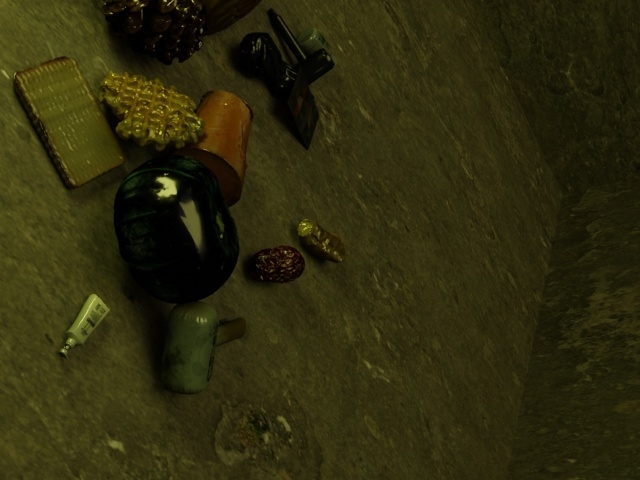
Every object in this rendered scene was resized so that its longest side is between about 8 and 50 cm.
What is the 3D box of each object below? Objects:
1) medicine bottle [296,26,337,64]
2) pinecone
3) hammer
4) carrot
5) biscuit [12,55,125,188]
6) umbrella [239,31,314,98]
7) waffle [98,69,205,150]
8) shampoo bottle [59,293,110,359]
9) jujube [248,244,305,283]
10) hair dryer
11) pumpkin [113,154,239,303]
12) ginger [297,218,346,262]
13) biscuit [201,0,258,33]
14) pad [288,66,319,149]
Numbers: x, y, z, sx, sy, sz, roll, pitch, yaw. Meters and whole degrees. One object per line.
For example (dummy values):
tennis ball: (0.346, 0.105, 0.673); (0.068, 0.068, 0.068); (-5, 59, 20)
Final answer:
medicine bottle: (-0.009, -0.589, 2.314); (0.130, 0.080, 0.080); (45, 46, -35)
pinecone: (-0.373, -0.527, 1.686); (0.272, 0.224, 0.224); (55, 36, -58)
hammer: (-0.245, 0.219, 1.690); (0.305, 0.113, 0.202); (-17, 121, -68)
carrot: (-0.243, -0.223, 1.787); (0.196, 0.196, 0.254); (49, 40, -33)
biscuit: (-0.519, -0.247, 1.544); (0.172, 0.029, 0.254); (-42, 114, -52)
umbrella: (-0.115, -0.475, 2.124); (0.340, 0.118, 0.118); (30, 55, -56)
waffle: (-0.378, -0.288, 1.623); (0.253, 0.056, 0.249); (37, 33, 10)
shampoo bottle: (-0.469, 0.171, 1.466); (0.049, 0.034, 0.141); (61, 38, -32)
jujube: (-0.117, 0.059, 1.935); (0.166, 0.104, 0.104); (4, 75, -45)
hair dryer: (-0.067, -0.593, 2.225); (0.248, 0.114, 0.070); (56, 5, -7)
pumpkin: (-0.314, -0.024, 1.577); (0.315, 0.238, 0.315); (-11, 90, -74)
ginger: (0.008, 0.012, 2.131); (0.205, 0.081, 0.115); (19, 58, -51)
biscuit: (-0.161, -0.640, 1.846); (0.070, 0.350, 0.394); (50, -2, -9)
pad: (-0.047, -0.383, 2.181); (0.211, 0.003, 0.143); (63, 37, -55)
